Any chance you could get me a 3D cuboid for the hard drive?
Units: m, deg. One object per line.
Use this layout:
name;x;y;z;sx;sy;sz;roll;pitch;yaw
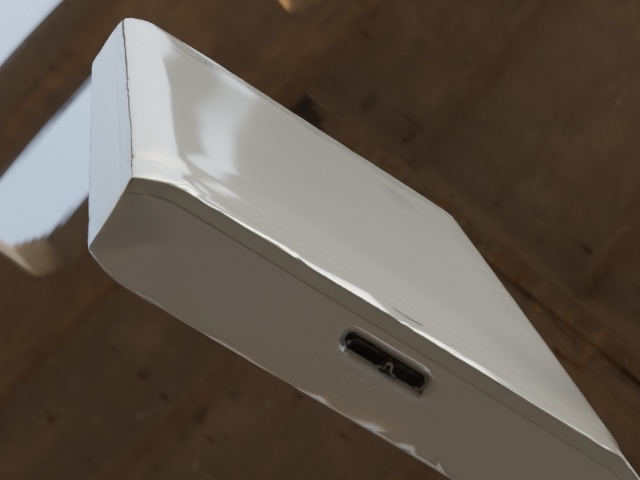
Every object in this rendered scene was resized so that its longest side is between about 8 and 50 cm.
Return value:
hard drive;0.000;0.000;0.690;0.203;0.307;0.040;32;-80;-15
